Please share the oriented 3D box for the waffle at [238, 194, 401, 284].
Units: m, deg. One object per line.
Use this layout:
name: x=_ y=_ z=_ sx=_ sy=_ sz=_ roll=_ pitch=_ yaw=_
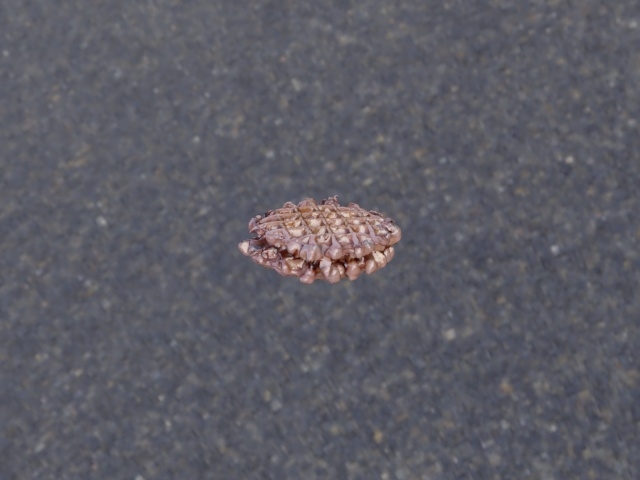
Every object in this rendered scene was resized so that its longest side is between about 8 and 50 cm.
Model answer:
waffle: x=0.000 y=0.000 z=0.703 sx=0.075 sy=0.029 sz=0.083 roll=16 pitch=23 yaw=35
